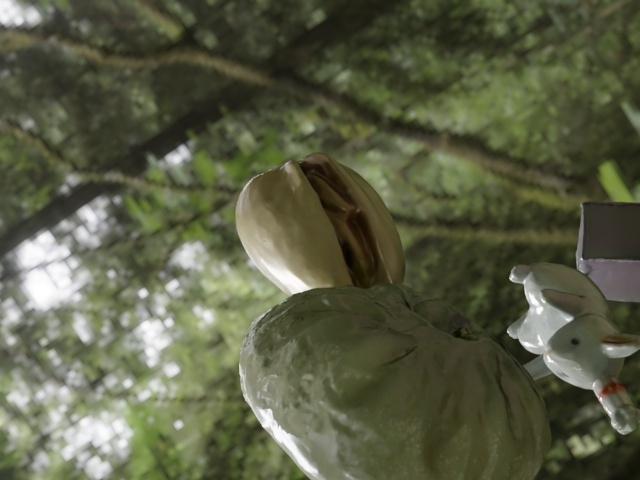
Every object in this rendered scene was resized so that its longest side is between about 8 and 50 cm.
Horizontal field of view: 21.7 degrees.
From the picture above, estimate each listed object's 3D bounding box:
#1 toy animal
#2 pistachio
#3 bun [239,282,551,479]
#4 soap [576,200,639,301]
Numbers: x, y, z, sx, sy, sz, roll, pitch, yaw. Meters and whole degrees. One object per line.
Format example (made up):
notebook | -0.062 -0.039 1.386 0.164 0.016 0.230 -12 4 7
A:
toy animal | 0.340 0.136 2.240 0.282 0.138 0.140 -106 19 -59
pistachio | 0.000 0.000 2.294 0.318 0.193 0.214 -125 26 -44
bun | 0.096 0.171 1.810 0.360 0.211 0.359 33 -166 -9
soap | 0.550 0.027 2.622 0.285 0.296 0.107 72 -158 -73
